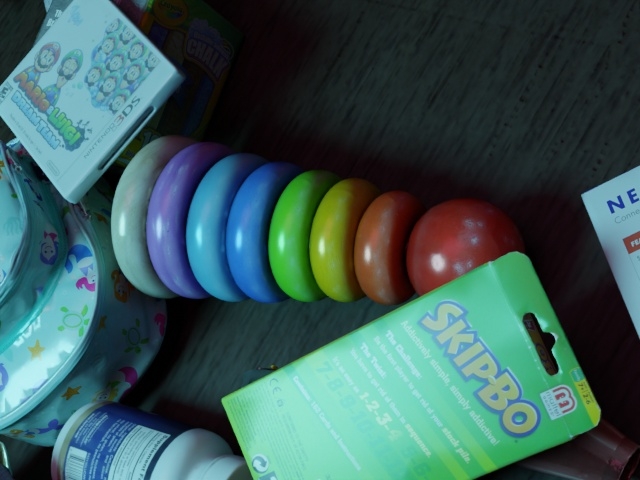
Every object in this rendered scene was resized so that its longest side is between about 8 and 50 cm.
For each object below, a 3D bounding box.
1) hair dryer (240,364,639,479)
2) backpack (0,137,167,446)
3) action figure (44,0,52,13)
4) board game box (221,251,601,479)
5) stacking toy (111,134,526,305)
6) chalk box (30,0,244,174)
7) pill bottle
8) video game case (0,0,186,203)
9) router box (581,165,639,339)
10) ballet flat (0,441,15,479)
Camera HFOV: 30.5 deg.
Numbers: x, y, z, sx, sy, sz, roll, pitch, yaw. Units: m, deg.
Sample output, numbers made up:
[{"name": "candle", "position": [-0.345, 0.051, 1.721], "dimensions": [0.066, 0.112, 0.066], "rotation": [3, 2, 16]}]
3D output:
[{"name": "hair dryer", "position": [0.088, 0.167, 0.852], "dimensions": [0.293, 0.080, 0.224], "rotation": [-19, 82, 29]}, {"name": "backpack", "position": [-0.266, 0.048, 1.044], "dimensions": [0.225, 0.191, 0.253], "rotation": [-42, 60, 10]}, {"name": "action figure", "position": [-0.310, -0.390, 1.292], "dimensions": [0.341, 0.178, 0.330], "rotation": [-13, 54, 58]}, {"name": "board game box", "position": [0.057, 0.114, 0.802], "dimensions": [0.259, 0.039, 0.124], "rotation": [-30, 77, 29]}, {"name": "stacking toy", "position": [0.000, 0.000, 0.927], "dimensions": [0.330, 0.141, 0.141], "rotation": [9, 76, 30]}, {"name": "chalk box", "position": [-0.173, -0.176, 1.101], "dimensions": [0.132, 0.132, 0.213], "rotation": [15, 79, 36]}, {"name": "pill bottle", "position": [-0.127, 0.191, 0.948], "dimensions": [0.169, 0.094, 0.094], "rotation": [10, 77, 34]}, {"name": "video game case", "position": [-0.203, -0.130, 1.005], "dimensions": [0.143, 0.019, 0.157], "rotation": [-48, 55, 6]}, {"name": "router box", "position": [0.369, 0.034, 0.705], "dimensions": [0.335, 0.082, 0.301], "rotation": [-27, 59, 21]}, {"name": "ballet flat", "position": [-0.288, 0.207, 0.999], "dimensions": [0.221, 0.076, 0.079], "rotation": [149, 118, -68]}]
